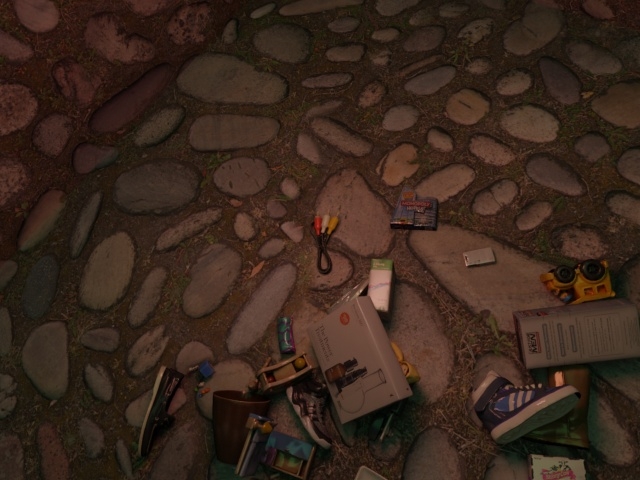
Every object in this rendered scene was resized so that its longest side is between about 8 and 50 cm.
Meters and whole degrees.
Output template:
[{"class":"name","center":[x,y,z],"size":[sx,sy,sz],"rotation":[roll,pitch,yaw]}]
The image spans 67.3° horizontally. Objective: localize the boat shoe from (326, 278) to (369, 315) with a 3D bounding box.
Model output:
[{"class":"boat shoe","center":[0.113,0.229,1.953],"size":[0.081,0.079,0.227],"rotation":[40,82,21]}]

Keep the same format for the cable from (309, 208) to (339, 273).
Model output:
[{"class":"cable","center":[0.000,0.000,2.093],"size":[0.140,0.072,0.287],"rotation":[2,66,19]}]

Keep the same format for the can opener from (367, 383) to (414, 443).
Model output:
[{"class":"can opener","center":[0.262,0.601,1.745],"size":[0.093,0.074,0.280],"rotation":[25,72,23]}]

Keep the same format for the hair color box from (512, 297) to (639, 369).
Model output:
[{"class":"hair color box","center":[0.884,0.323,1.671],"size":[0.375,0.113,0.185],"rotation":[-9,94,9]}]

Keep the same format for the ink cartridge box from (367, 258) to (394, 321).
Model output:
[{"class":"ink cartridge box","center":[0.240,0.198,1.897],"size":[0.093,0.154,0.212],"rotation":[2,66,13]}]

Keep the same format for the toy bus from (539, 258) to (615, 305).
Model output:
[{"class":"toy bus","center":[0.949,0.186,1.765],"size":[0.221,0.149,0.211],"rotation":[-12,79,9]}]

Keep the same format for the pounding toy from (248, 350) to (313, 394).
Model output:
[{"class":"pounding toy","center":[-0.173,0.494,1.849],"size":[0.270,0.154,0.154],"rotation":[-29,62,-2]}]

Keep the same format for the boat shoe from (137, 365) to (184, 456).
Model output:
[{"class":"boat shoe","center":[-0.618,0.674,1.887],"size":[0.113,0.127,0.339],"rotation":[13,64,-6]}]

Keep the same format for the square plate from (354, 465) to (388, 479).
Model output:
[{"class":"square plate","center":[0.219,0.991,1.583],"size":[0.348,0.049,0.343],"rotation":[21,71,21]}]

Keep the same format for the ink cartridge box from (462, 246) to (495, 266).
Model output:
[{"class":"ink cartridge box","center":[0.638,0.070,1.940],"size":[0.115,0.029,0.062],"rotation":[-11,64,8]}]

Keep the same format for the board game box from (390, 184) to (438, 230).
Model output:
[{"class":"board game box","center":[0.406,-0.144,2.077],"size":[0.194,0.060,0.194],"rotation":[3,66,14]}]

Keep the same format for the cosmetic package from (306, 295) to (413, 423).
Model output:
[{"class":"cosmetic package","center":[0.129,0.430,1.740],"size":[0.284,0.098,0.377],"rotation":[-38,64,32]}]

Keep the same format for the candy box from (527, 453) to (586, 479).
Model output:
[{"class":"candy box","center":[0.760,0.798,1.541],"size":[0.165,0.070,0.196],"rotation":[0,66,13]}]

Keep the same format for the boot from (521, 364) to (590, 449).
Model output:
[{"class":"boot","center":[0.796,0.557,1.647],"size":[0.236,0.089,0.269],"rotation":[4,62,16]}]

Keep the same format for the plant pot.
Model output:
[{"class":"plant pot","center":[-0.307,0.691,1.775],"size":[0.216,0.215,0.230],"rotation":[5,80,15]}]

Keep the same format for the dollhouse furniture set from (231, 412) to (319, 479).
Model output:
[{"class":"dollhouse furniture set","center":[-0.164,0.768,1.632],"size":[0.198,0.303,0.286],"rotation":[12,68,19]}]

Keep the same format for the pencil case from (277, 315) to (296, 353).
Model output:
[{"class":"pencil case","center":[-0.137,0.383,1.944],"size":[0.070,0.065,0.151],"rotation":[-24,60,29]}]

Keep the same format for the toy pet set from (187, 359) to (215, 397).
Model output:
[{"class":"toy pet set","center":[-0.482,0.549,1.942],"size":[0.114,0.065,0.122],"rotation":[-36,63,-6]}]

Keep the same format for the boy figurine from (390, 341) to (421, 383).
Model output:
[{"class":"boy figurine","center":[0.234,0.455,1.768],"size":[0.285,0.092,0.177],"rotation":[24,77,44]}]

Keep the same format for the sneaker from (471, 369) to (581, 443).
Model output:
[{"class":"sneaker","center":[0.665,0.508,1.625],"size":[0.323,0.130,0.236],"rotation":[-38,37,15]}]

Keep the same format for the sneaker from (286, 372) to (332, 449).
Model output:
[{"class":"sneaker","center":[-0.004,0.620,1.779],"size":[0.153,0.101,0.268],"rotation":[-37,60,-3]}]
